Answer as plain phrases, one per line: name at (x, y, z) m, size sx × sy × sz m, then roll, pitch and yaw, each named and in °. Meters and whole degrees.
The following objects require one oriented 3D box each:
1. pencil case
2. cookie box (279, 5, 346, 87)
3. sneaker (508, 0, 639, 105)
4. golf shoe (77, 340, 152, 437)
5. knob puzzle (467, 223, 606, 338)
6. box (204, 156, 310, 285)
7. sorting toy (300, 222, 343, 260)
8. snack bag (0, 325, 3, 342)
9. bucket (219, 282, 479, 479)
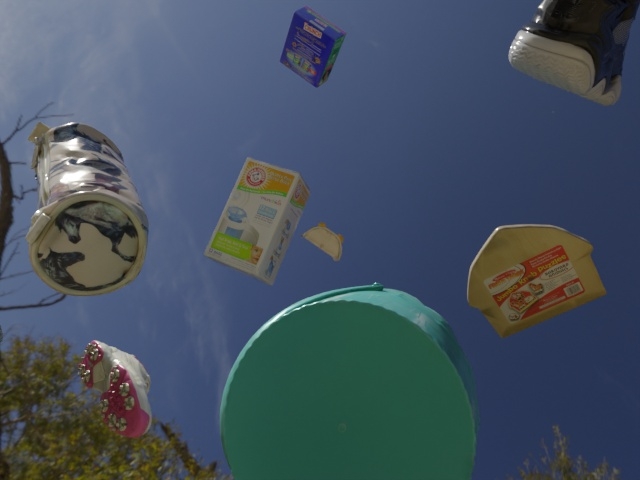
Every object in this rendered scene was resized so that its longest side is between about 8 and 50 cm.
pencil case at (-0.402, -0.071, 0.877) m, size 0.160 × 0.183 × 0.410 m, roll -59°, pitch -144°, yaw 12°
cookie box at (-0.016, -0.348, 0.942) m, size 0.091 × 0.040 × 0.107 m, roll 37°, pitch -38°, yaw 5°
sneaker at (0.290, -0.230, 0.539) m, size 0.101 × 0.268 × 0.153 m, roll 33°, pitch -64°, yaw 25°
golf shoe at (-0.421, 0.321, 1.152) m, size 0.306 × 0.140 × 0.115 m, roll 31°, pitch -86°, yaw 45°
knob puzzle at (0.306, 0.045, 0.780) m, size 0.213 × 0.030 × 0.213 m, roll 1°, pitch -56°, yaw 1°
box at (-0.113, -0.035, 0.979) m, size 0.114 × 0.103 × 0.203 m, roll 20°, pitch -100°, yaw 15°
sorting toy at (0.000, 0.000, 0.992) m, size 0.083 × 0.075 × 0.045 m, roll 35°, pitch -104°, yaw -13°
snack bag at (-0.319, -0.046, 0.160) m, size 0.037 × 0.342 × 0.323 m, roll -143°, pitch -134°, yaw -59°
bucket at (0.039, 0.184, 0.563) m, size 0.280 × 0.183 × 0.282 m, roll -2°, pitch -98°, yaw 14°
